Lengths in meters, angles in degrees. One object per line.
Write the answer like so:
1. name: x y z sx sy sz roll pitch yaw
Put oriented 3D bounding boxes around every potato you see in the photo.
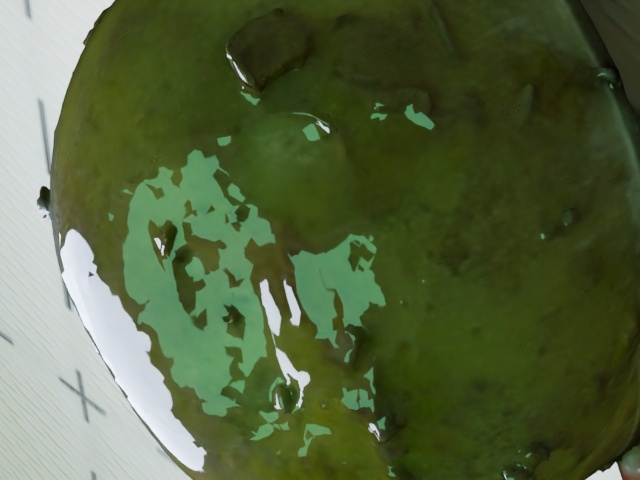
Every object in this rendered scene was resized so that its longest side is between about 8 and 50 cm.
1. potato: 0.000 0.000 1.193 0.442 0.319 0.385 66 163 3

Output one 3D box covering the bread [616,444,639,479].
1. bread: 0.332 0.121 1.158 0.295 0.114 0.327 39 142 25
